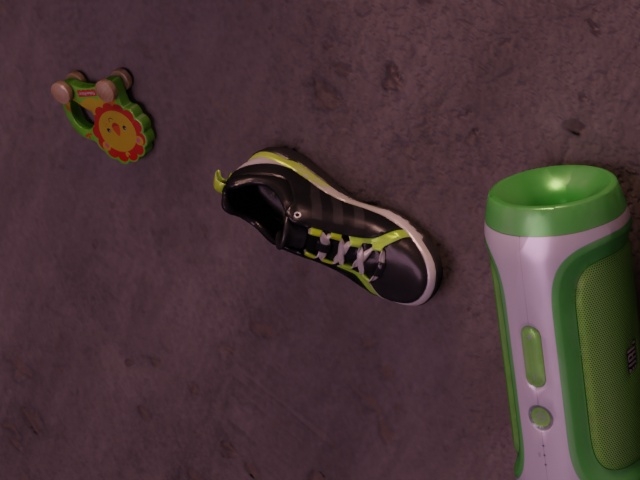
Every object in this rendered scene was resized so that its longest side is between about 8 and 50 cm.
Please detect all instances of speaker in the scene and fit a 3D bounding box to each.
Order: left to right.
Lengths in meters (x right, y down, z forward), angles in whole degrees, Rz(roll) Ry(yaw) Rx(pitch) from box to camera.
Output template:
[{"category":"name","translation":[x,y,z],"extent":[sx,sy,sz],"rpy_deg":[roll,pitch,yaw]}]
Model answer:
[{"category":"speaker","translation":[0.214,0.092,1.653],"extent":[0.131,0.131,0.296],"rpy_deg":[6,115,36]}]

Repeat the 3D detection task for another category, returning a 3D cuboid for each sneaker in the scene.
[{"category":"sneaker","translation":[0.000,0.000,1.793],"extent":[0.235,0.097,0.084],"rpy_deg":[31,127,22]}]

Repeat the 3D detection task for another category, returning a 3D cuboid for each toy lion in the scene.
[{"category":"toy lion","translation":[-0.213,-0.122,1.946],"extent":[0.100,0.034,0.096],"rpy_deg":[2,119,37]}]
